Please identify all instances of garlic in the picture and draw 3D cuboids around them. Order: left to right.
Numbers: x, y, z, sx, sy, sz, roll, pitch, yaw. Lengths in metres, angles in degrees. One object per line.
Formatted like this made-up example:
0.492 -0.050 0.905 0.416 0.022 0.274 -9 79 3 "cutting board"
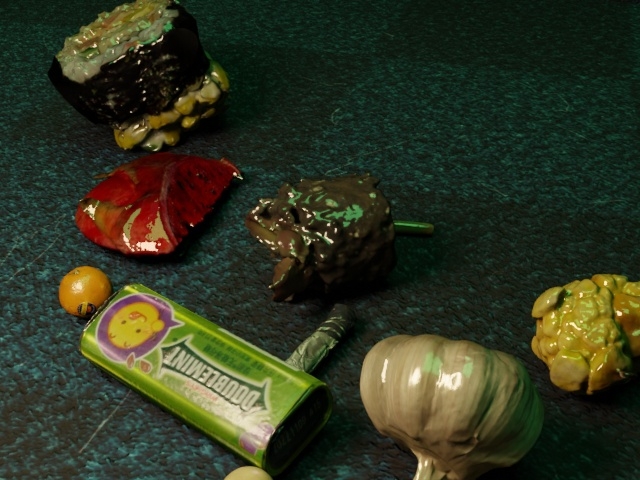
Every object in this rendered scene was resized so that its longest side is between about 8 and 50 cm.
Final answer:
0.141 0.227 0.947 0.219 0.218 0.212 12 65 19 "garlic"

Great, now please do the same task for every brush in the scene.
-0.254 -0.022 1.450 0.063 0.016 0.193 2 34 4 "brush"

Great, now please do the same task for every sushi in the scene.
-0.364 -0.331 1.714 0.329 0.285 0.328 -34 36 -8 "sushi"

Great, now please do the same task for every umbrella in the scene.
-0.007 0.156 1.155 0.046 0.050 0.188 33 42 12 "umbrella"

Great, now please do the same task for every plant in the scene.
0.000 0.000 1.274 0.234 0.178 0.204 -22 49 -11 "plant"

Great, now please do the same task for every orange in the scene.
-0.359 0.079 1.245 0.084 0.083 0.083 -1 34 0 "orange"

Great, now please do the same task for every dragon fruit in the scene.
-0.322 -0.087 1.466 0.282 0.100 0.343 -1 29 16 "dragon fruit"

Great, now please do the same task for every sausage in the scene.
0.133 -0.024 1.437 0.132 0.024 0.024 4 34 6 "sausage"

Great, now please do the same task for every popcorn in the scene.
0.373 0.128 1.111 0.163 0.140 0.194 31 54 27 "popcorn"

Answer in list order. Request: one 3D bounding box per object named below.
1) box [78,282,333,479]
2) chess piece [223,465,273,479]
-0.156 0.174 1.066 0.346 0.097 0.134 24 60 31 "box"
-0.050 0.312 0.888 0.094 0.094 0.170 -20 32 -27 "chess piece"
